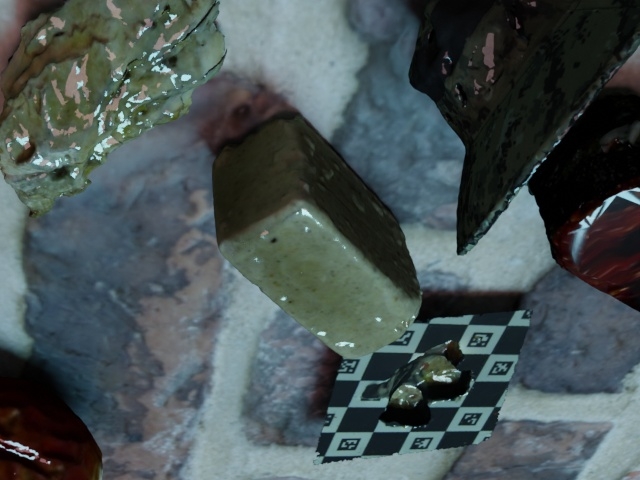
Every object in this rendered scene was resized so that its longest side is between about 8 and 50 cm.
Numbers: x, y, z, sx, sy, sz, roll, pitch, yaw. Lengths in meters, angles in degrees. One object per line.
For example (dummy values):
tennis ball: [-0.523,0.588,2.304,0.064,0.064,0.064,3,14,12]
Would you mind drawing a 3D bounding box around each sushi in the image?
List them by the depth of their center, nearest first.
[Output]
sushi: [0.271,-0.017,0.746,0.225,0.126,0.136,26,128,-22]
sushi: [0.093,0.131,0.929,0.193,0.040,0.210,-3,134,-14]

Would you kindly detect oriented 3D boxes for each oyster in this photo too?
oyster: [-0.150,-0.100,0.641,0.209,0.072,0.133,-25,136,15]

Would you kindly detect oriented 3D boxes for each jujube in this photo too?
jujube: [-0.317,0.191,0.843,0.250,0.174,0.174,25,127,-26]

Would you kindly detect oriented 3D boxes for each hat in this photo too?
hat: [0.126,-0.125,0.599,0.128,0.265,0.265,36,130,9]

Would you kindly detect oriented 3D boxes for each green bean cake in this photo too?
green bean cake: [0.000,0.000,0.732,0.085,0.109,0.179,-29,131,20]
